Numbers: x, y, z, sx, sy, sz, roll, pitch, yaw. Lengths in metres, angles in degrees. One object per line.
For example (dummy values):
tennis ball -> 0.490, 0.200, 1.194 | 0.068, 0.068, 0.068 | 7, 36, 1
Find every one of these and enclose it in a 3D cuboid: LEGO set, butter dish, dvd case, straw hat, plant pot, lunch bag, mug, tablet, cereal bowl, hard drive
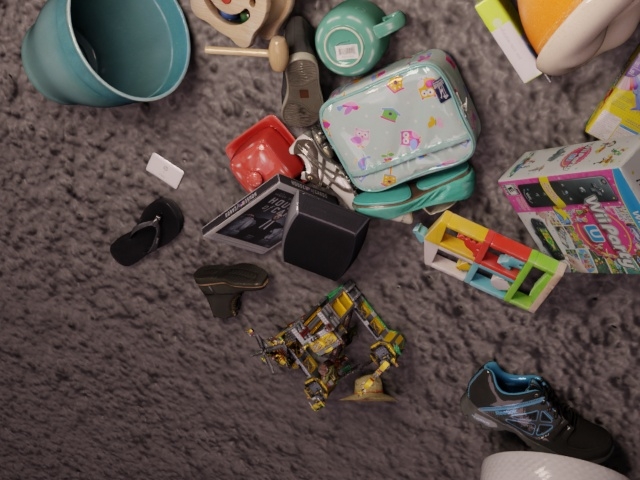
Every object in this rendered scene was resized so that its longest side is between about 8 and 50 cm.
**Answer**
LEGO set -> 0.006, 0.257, 1.777 | 0.331, 0.192, 0.255 | -25, 99, 33
butter dish -> -0.119, -0.149, 1.645 | 0.160, 0.118, 0.160 | -30, 106, 33
dvd case -> -0.108, -0.051, 1.688 | 0.239, 0.029, 0.179 | -32, 147, 33
straw hat -> 0.114, 0.348, 1.882 | 0.144, 0.144, 0.061 | -7, 75, 24
plant pot -> -0.440, -0.378, 1.559 | 0.255, 0.271, 0.271 | -9, 117, 41
lunch bag -> 0.157, -0.219, 1.504 | 0.279, 0.108, 0.224 | -17, 112, 28
mug -> 0.063, -0.377, 1.452 | 0.129, 0.097, 0.158 | 36, 125, -3
tablet -> -0.351, -0.157, 1.796 | 0.083, 0.006, 0.054 | 33, 125, -1
cereal bowl -> 0.514, 0.585, 1.744 | 0.339, 0.141, 0.339 | 12, 152, 6
hard drive -> 0.000, 0.000, 1.657 | 0.172, 0.054, 0.254 | 21, 152, 1

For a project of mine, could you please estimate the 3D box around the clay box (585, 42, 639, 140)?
clay box -> 0.570, -0.255, 1.360 | 0.127, 0.053, 0.222 | 29, 124, 2

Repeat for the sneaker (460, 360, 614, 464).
sneaker -> 0.482, 0.379, 1.730 | 0.341, 0.125, 0.139 | 19, 119, 6

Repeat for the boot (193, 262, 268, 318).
boot -> -0.192, 0.127, 1.874 | 0.198, 0.077, 0.137 | 4, 126, 34

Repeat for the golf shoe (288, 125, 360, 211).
golf shoe -> 0.012, -0.132, 1.619 | 0.094, 0.077, 0.198 | -32, 96, 7

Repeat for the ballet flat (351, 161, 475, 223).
ballet flat -> 0.189, -0.078, 1.563 | 0.247, 0.083, 0.087 | -18, 120, 7

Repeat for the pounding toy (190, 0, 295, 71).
pounding toy -> -0.152, -0.427, 1.422 | 0.269, 0.155, 0.154 | 38, 137, 23

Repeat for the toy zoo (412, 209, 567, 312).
toy zoo -> 0.319, 0.037, 1.583 | 0.293, 0.030, 0.192 | 25, 154, 9

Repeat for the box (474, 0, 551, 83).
box -> 0.332, -0.348, 1.360 | 0.042, 0.109, 0.178 | -30, 106, 28

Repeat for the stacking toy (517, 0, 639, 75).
stacking toy -> 0.336, -0.522, 1.187 | 0.480, 0.350, 0.350 | 51, 125, 8

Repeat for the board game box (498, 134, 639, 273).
board game box -> 0.485, -0.055, 1.391 | 0.224, 0.097, 0.303 | 54, 158, -15

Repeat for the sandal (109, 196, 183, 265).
sandal -> -0.412, -0.007, 1.878 | 0.097, 0.054, 0.254 | 45, 124, -9

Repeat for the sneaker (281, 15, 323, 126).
sneaker -> -0.035, -0.322, 1.545 | 0.083, 0.118, 0.222 | 0, 151, -5
